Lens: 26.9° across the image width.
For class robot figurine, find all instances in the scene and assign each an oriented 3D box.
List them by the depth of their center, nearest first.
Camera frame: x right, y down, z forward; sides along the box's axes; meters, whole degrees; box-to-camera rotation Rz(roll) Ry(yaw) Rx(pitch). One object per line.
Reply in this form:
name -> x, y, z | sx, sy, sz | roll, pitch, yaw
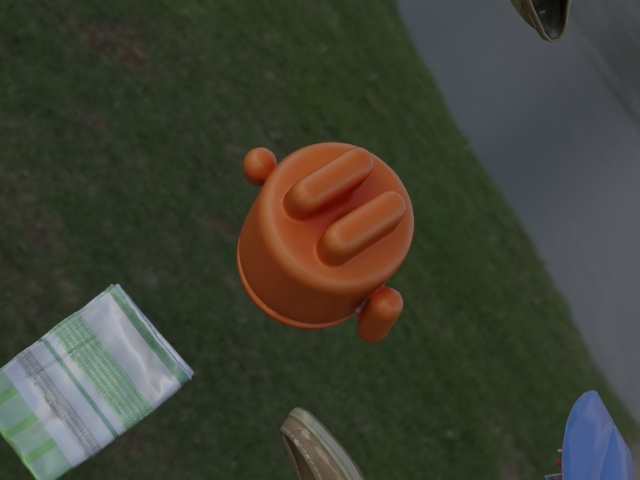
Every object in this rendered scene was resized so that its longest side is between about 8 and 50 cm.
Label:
robot figurine -> -0.001, -0.002, 1.091 | 0.158, 0.219, 0.128 | 18, 68, -7

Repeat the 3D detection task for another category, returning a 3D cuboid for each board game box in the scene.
board game box -> 0.270, 0.236, 1.359 | 0.169, 0.033, 0.133 | 56, 42, -32

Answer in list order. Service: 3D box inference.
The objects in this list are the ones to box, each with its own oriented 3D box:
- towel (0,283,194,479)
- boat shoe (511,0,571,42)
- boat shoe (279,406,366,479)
towel -> -0.193, 0.114, 1.082 | 0.113, 0.152, 0.023 | 46, -18, 24
boat shoe -> 0.180, -0.207, 1.061 | 0.048, 0.056, 0.153 | 62, -4, 17
boat shoe -> 0.023, 0.365, 1.612 | 0.341, 0.110, 0.121 | 64, -13, -6
